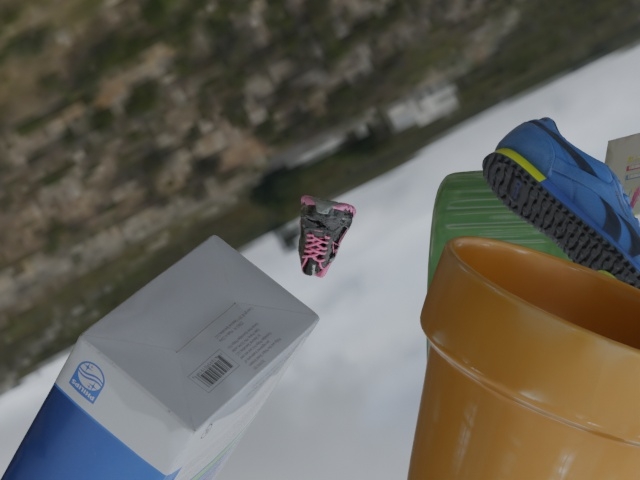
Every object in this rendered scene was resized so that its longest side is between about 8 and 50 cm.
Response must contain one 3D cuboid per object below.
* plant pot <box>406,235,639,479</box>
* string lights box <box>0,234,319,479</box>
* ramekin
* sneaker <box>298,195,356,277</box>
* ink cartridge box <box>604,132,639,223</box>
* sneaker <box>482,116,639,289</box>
[{"bbox_3d":[0.142,0.123,1.144,0.205,0.205,0.188,-39,151,-76],"label":"plant pot"},{"bbox_3d":[-0.112,0.133,0.939,0.260,0.076,0.133,-57,170,33],"label":"string lights box"},{"bbox_3d":[0.193,0.067,1.785,0.148,0.303,0.303,1,-172,10],"label":"ramekin"},{"bbox_3d":[0.000,0.000,1.452,0.047,0.057,0.119,14,165,3],"label":"sneaker"},{"bbox_3d":[0.335,-0.049,1.698,0.092,0.090,0.143,20,163,-26],"label":"ink cartridge box"},{"bbox_3d":[0.221,-0.014,1.365,0.082,0.209,0.069,-35,164,-28],"label":"sneaker"}]
